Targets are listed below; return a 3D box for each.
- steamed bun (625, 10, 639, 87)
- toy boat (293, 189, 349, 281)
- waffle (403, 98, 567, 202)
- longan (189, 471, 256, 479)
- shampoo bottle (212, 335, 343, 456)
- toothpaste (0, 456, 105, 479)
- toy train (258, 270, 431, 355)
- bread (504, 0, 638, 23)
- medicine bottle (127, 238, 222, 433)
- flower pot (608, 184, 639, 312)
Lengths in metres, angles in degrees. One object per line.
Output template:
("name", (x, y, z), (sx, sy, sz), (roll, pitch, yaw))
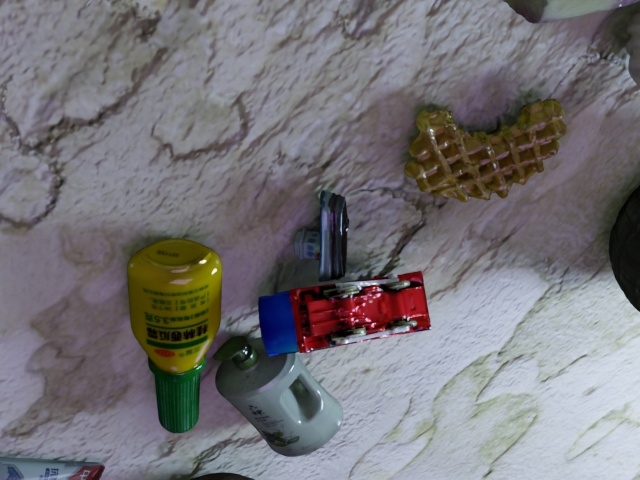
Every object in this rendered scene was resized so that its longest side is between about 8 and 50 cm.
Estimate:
("steamed bun", (0.430, -0.239, 1.186), (0.182, 0.106, 0.183), (-12, 137, -11))
("toy boat", (0.000, 0.000, 1.259), (0.066, 0.059, 0.140), (7, 134, 10))
("waffle", (0.196, -0.115, 1.237), (0.194, 0.051, 0.149), (2, 129, -19))
("longan", (-0.146, 0.457, 1.500), (0.246, 0.215, 0.246), (-3, 110, -9))
("shampoo bottle", (-0.064, 0.201, 1.389), (0.118, 0.087, 0.234), (-27, 135, 7))
("toothpaste", (-0.409, 0.315, 1.384), (0.239, 0.039, 0.062), (13, 117, -34))
("toy train", (0.034, 0.092, 1.311), (0.204, 0.083, 0.131), (-5, 174, -37))
("bread", (0.328, -0.327, 1.002), (0.338, 0.187, 0.155), (-18, 128, -7))
("medicine bottle", (-0.179, 0.127, 1.282), (0.111, 0.076, 0.309), (0, 133, -7))
("flower pot", (0.558, 0.025, 1.406), (0.301, 0.213, 0.302), (-11, 133, -13))
